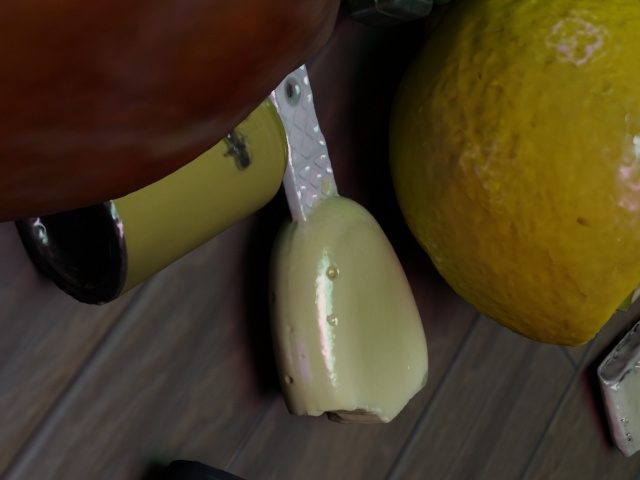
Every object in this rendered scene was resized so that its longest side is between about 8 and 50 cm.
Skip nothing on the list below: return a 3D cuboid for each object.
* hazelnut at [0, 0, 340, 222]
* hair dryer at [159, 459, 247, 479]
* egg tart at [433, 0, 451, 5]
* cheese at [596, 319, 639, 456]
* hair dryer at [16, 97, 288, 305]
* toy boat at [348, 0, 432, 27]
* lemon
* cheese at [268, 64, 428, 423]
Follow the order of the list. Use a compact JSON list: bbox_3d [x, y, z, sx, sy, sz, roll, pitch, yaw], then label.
[{"bbox_3d":[-0.153,-0.173,0.533,0.366,0.366,0.365,-2,92,-44],"label":"hazelnut"},{"bbox_3d":[-0.027,0.229,0.867,0.255,0.070,0.128,38,65,-46],"label":"hair dryer"},{"bbox_3d":[0.088,-0.209,0.971,0.105,0.039,0.105,-3,95,-42],"label":"egg tart"},{"bbox_3d":[0.350,0.036,1.233,0.400,0.034,0.085,-40,117,-35],"label":"cheese"},{"bbox_3d":[-0.122,-0.120,0.748,0.135,0.090,0.278,-33,107,-38],"label":"hair dryer"},{"bbox_3d":[0.025,-0.296,0.877,0.141,0.092,0.319,9,77,-42],"label":"toy boat"},{"bbox_3d":[0.149,-0.069,0.910,0.219,0.240,0.240,43,54,9],"label":"lemon"},{"bbox_3d":[0.000,0.000,0.864,0.127,0.050,0.255,-41,122,-47],"label":"cheese"}]
